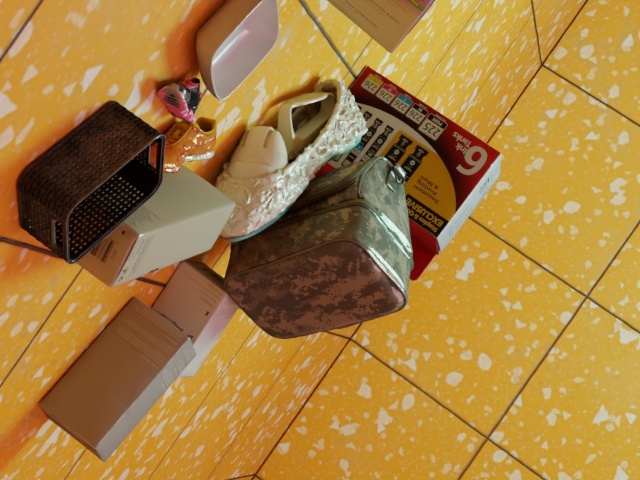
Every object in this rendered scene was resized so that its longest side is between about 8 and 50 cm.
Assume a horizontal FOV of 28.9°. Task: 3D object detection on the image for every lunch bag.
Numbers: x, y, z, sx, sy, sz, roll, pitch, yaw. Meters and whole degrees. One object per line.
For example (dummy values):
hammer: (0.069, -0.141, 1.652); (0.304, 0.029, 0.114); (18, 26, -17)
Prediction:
lunch bag: (0.000, 0.000, 2.128); (0.305, 0.212, 0.256); (-19, -141, 29)

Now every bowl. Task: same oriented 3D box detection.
bowl: (-0.120, -0.274, 1.691); (0.142, 0.053, 0.142); (-51, 165, -18)

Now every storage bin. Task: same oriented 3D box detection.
storage bin: (-0.285, -0.073, 1.553); (0.180, 0.084, 0.122); (-45, 163, -32)

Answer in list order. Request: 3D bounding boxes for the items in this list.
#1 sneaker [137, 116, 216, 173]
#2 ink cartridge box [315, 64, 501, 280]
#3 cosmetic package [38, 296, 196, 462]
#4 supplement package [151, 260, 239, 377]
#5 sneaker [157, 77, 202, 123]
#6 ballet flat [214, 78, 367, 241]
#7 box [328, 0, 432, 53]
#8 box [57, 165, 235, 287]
sneaker: (-0.205, -0.137, 1.745); (0.175, 0.064, 0.067); (-40, 140, -60)
ink cartridge box: (0.135, -0.122, 2.322); (0.272, 0.309, 0.130); (-53, 165, -8)
cosmetic package: (-0.325, 0.225, 2.008); (0.238, 0.127, 0.107); (-49, 164, -15)
supplement package: (-0.230, 0.137, 2.155); (0.179, 0.105, 0.105); (-57, 166, 5)
sneaker: (-0.184, -0.200, 1.679); (0.057, 0.047, 0.119); (-60, 174, -8)
ballet flat: (-0.067, -0.152, 2.047); (0.409, 0.147, 0.147); (-45, 163, -45)
box: (0.072, -0.386, 1.612); (0.117, 0.213, 0.243); (-51, -178, -13)
box: (-0.241, -0.025, 1.748); (0.094, 0.113, 0.275); (-60, 163, 21)
